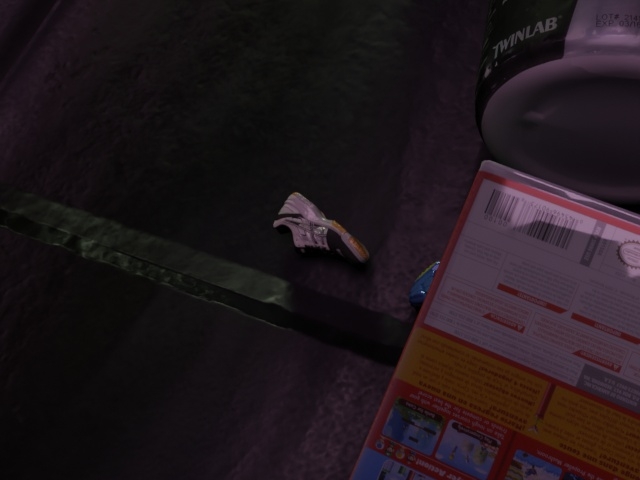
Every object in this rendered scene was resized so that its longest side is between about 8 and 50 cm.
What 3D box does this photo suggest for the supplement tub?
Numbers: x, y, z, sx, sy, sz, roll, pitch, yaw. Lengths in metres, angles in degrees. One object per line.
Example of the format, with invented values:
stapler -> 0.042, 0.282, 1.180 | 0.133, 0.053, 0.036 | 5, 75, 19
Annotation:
supplement tub -> 0.223, -0.201, 0.967 | 0.193, 0.194, 0.316 | 5, 62, 15

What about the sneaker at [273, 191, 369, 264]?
sneaker -> 0.000, 0.000, 0.997 | 0.083, 0.032, 0.037 | 37, 87, 32

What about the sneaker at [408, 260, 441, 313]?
sneaker -> 0.147, 0.040, 0.914 | 0.188, 0.078, 0.067 | -4, 29, 25

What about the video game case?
video game case -> 0.140, 0.114, 0.841 | 0.204, 0.025, 0.285 | 23, 89, 23
